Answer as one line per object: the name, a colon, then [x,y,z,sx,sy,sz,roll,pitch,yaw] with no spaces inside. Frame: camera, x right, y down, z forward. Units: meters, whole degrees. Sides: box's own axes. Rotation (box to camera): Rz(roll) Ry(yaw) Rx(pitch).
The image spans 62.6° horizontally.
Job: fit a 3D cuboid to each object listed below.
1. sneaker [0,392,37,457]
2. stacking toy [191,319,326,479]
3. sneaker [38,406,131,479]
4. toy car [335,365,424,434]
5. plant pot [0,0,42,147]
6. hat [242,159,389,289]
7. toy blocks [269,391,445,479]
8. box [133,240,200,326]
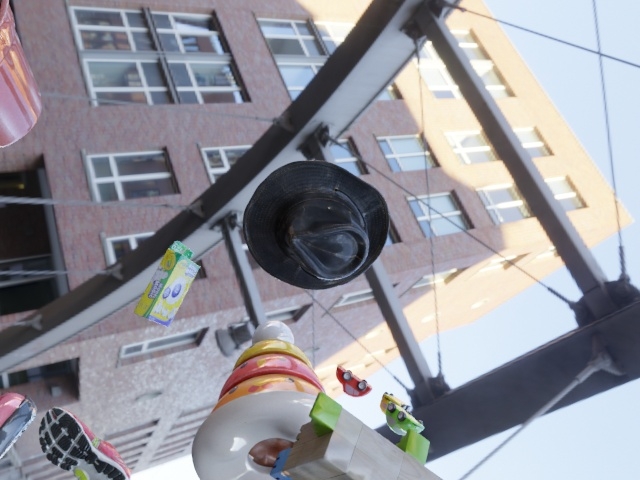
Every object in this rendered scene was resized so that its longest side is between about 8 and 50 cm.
sneaker: [-0.441,0.208,0.535,0.136,0.314,0.116,61,18,-20]
stacking toy: [-0.127,0.366,1.311,0.480,0.351,0.350,-105,-160,-60]
sneaker: [-0.588,0.530,1.321,0.279,0.107,0.118,48,-7,-1]
toy car: [0.152,0.390,1.215,0.053,0.239,0.225,-58,-156,-4]
plant pot: [-0.632,-0.308,0.908,0.265,0.273,0.272,110,-37,-66]
hat: [0.000,0.000,1.114,0.134,0.332,0.331,-106,-159,-61]
toy blocks: [0.064,0.462,0.985,0.381,0.190,0.261,38,-44,-10]
box: [-0.332,0.096,1.169,0.105,0.043,0.179,60,51,-68]
